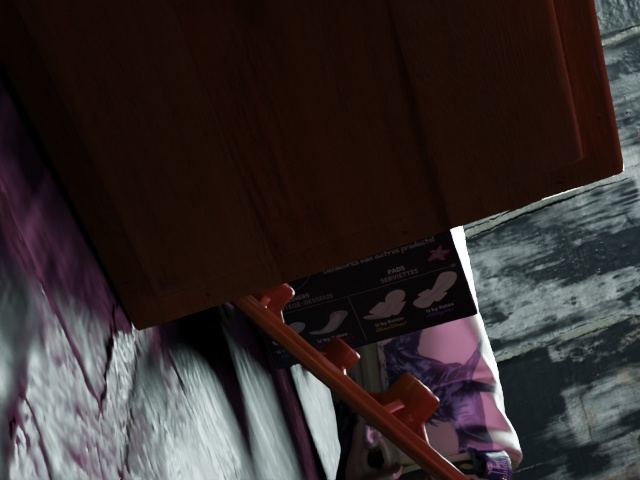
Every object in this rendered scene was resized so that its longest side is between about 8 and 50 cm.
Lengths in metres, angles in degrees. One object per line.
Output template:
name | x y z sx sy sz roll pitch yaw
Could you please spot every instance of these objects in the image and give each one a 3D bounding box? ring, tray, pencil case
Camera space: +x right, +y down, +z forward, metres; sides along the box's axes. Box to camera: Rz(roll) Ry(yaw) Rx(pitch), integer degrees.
ring | 0.074 0.120 0.705 0.336 0.032 0.336 40 -6 5
tray | -0.039 -0.166 0.413 0.076 0.203 0.411 -104 175 -54
pencil case | 0.056 0.036 1.171 0.183 0.160 0.410 41 34 -65

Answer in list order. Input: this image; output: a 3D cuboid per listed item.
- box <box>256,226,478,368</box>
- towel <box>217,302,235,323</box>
box | 0.011 -0.055 0.996 0.247 0.163 0.142 -98 168 -46
towel | -0.067 0.007 0.804 0.083 0.009 0.060 -106 177 -62
